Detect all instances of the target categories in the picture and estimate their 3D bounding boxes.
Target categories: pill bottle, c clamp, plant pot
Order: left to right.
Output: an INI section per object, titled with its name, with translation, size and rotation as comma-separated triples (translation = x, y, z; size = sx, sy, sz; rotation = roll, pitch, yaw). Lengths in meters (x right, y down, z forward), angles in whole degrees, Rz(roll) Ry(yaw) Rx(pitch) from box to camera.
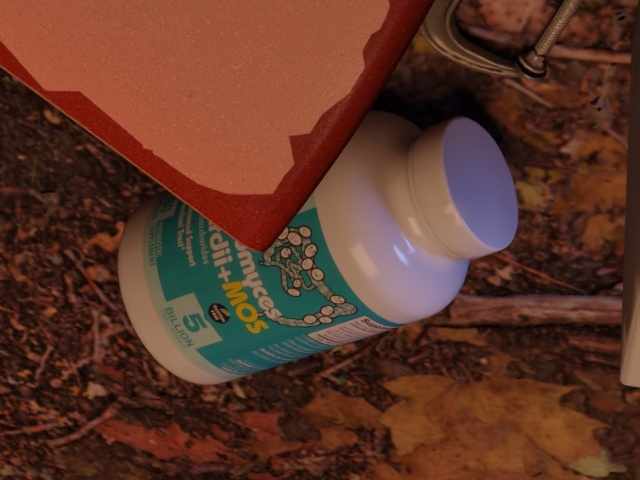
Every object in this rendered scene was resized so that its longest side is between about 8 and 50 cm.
[plant pot]
translation = -0.043, -0.208, 0.977
size = 0.267, 0.267, 0.236
rotation = 37, 120, -17
[pill bottle]
translation = 0.000, 0.000, 1.222
size = 0.264, 0.146, 0.146
rotation = -21, 123, 33
[c clamp]
translation = 0.138, -0.153, 1.115
size = 0.137, 0.022, 0.161
rotation = 29, 134, -10

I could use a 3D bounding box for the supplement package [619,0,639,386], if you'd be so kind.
[supplement package]
translation = 0.260, -0.074, 0.950
size = 0.175, 0.293, 0.177
rotation = 8, 135, 5
